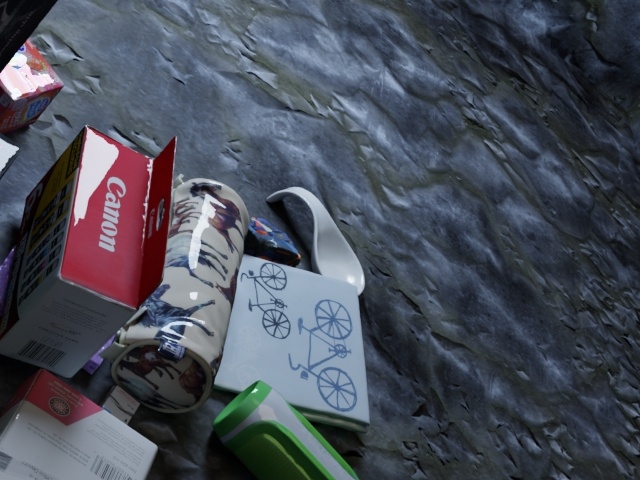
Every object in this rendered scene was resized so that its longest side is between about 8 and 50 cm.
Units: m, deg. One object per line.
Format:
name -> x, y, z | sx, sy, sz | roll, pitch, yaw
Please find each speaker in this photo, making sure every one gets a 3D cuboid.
speaker -> -0.038, 0.373, 1.662 | 0.296, 0.131, 0.131 | 48, 35, -3

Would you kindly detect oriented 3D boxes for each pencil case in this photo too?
pencil case -> -0.229, 0.075, 1.690 | 0.183, 0.160, 0.410 | 46, 34, -32

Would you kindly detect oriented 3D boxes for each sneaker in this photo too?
sneaker -> -0.139, -0.010, 1.960 | 0.221, 0.083, 0.087 | 31, 27, -35

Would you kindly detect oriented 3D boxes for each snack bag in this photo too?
snack bag -> -0.064, 0.179, 1.870 | 0.343, 0.037, 0.323 | 17, 48, -26

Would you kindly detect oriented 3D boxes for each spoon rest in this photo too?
spoon rest -> 0.000, 0.000, 2.084 | 0.276, 0.084, 0.137 | 55, 35, 8

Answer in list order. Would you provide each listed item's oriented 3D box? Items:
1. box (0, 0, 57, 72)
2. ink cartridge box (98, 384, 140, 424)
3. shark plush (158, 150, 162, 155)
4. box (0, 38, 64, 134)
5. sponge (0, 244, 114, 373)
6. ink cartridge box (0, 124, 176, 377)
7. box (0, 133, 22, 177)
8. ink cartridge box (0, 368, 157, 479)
box -> -0.533, -0.321, 1.122 | 0.297, 0.480, 0.472 | 45, 18, 3
ink cartridge box -> -0.311, 0.257, 1.555 | 0.048, 0.028, 0.083 | 42, 35, -12
shark plush -> -0.299, -0.103, 1.864 | 0.073, 0.067, 0.161 | 41, 36, -13
box -> -0.574, -0.310, 1.704 | 0.257, 0.123, 0.128 | 51, 35, 1
sponge -> -0.415, 0.106, 1.577 | 0.210, 0.031, 0.117 | 37, 36, -17
ink cartridge box -> -0.341, -0.005, 1.496 | 0.130, 0.272, 0.309 | 27, 40, -29
box -> -0.580, -0.070, 1.461 | 0.165, 0.143, 0.270 | 37, 37, -17
ink cartridge box -> -0.367, 0.344, 1.337 | 0.207, 0.117, 0.283 | 39, 36, -16
